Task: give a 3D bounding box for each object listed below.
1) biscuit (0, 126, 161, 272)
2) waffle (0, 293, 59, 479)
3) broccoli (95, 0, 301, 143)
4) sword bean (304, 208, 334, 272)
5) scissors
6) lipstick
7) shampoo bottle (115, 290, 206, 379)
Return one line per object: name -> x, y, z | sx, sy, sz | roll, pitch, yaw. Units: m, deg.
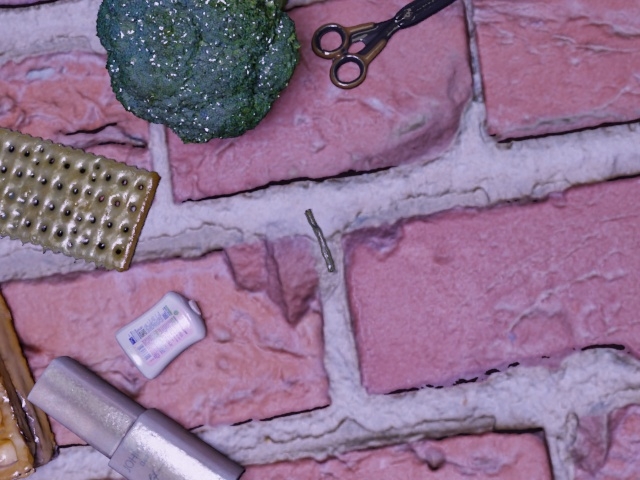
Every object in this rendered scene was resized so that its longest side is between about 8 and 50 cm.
biscuit -> -0.326, -0.052, 1.001 | 0.232, 0.016, 0.139 | 17, 84, 5
waffle -> -0.460, 0.157, 0.950 | 0.213, 0.091, 0.307 | -22, 84, 1
broccoli -> -0.132, -0.246, 0.913 | 0.270, 0.270, 0.270 | 34, 52, 7
sword bean -> 0.000, 0.000, 0.975 | 0.012, 0.012, 0.083 | -23, 82, 1
scissors -> 0.097, -0.269, 0.995 | 0.220, 0.017, 0.088 | -30, 82, 0
lipstick -> -0.213, 0.228, 0.930 | 0.253, 0.077, 0.079 | 32, 87, 6
shampoo bottle -> -0.184, 0.107, 0.959 | 0.099, 0.043, 0.072 | -39, 83, -2
